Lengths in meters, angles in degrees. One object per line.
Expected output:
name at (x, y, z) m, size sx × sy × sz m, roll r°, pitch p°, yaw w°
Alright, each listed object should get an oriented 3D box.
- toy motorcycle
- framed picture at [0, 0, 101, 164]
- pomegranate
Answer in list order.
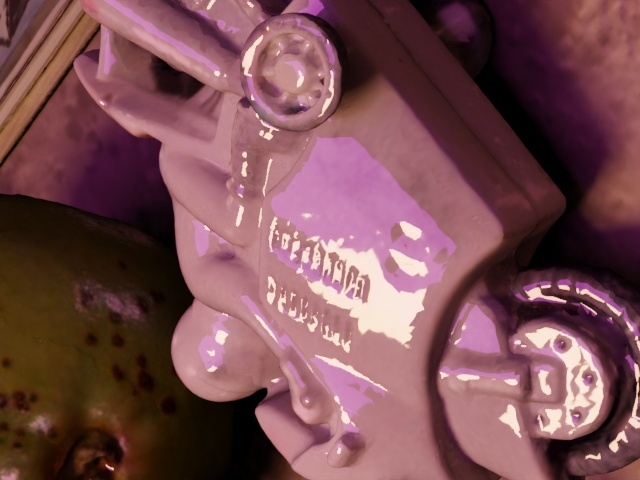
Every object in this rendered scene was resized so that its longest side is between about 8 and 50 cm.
toy motorcycle at (0.000, 0.000, 0.614) m, size 0.260 × 0.110 × 0.171 m, roll 50°, pitch 121°, yaw 12°
framed picture at (-0.159, -0.188, 0.808) m, size 0.296 × 0.019 × 0.232 m, roll -47°, pitch 65°, yaw 38°
pomegranate at (-0.136, 0.064, 0.734) m, size 0.224 × 0.181 × 0.181 m, roll -160°, pitch 68°, yaw -66°
